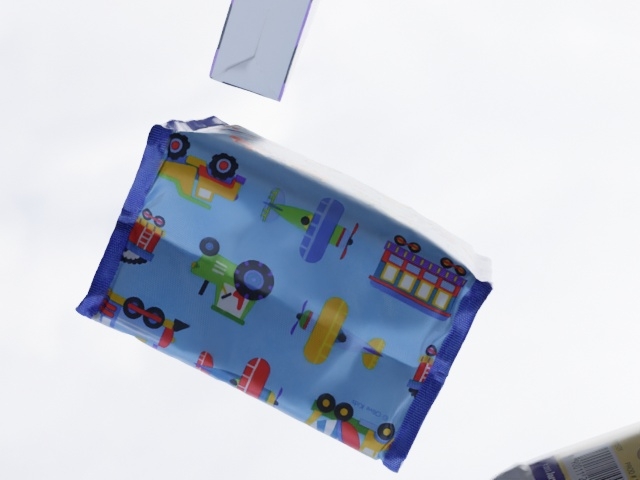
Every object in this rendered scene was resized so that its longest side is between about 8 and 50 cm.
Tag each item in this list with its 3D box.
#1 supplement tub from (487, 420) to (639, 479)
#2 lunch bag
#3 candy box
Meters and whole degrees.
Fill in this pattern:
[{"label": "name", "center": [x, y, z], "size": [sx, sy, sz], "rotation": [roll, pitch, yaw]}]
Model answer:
[{"label": "supplement tub", "center": [0.266, 0.182, 0.968], "size": [0.331, 0.241, 0.241], "rotation": [-19, -144, 2]}, {"label": "lunch bag", "center": [0.000, 0.000, 1.262], "size": [0.221, 0.138, 0.293], "rotation": [26, -163, 3]}, {"label": "candy box", "center": [-0.029, -0.242, 1.706], "size": [0.070, 0.165, 0.196], "rotation": [19, -150, -1]}]
